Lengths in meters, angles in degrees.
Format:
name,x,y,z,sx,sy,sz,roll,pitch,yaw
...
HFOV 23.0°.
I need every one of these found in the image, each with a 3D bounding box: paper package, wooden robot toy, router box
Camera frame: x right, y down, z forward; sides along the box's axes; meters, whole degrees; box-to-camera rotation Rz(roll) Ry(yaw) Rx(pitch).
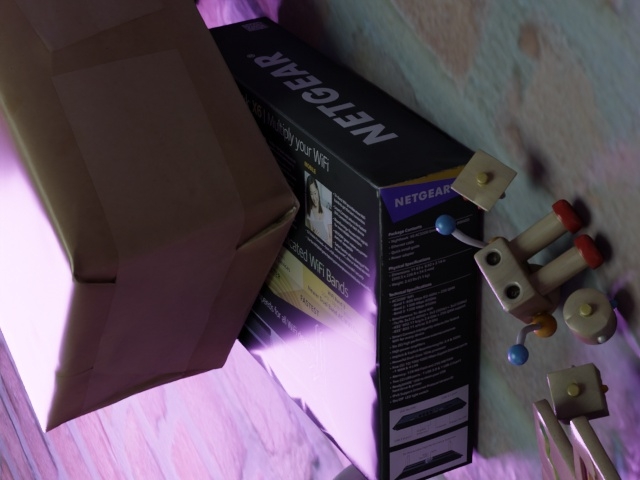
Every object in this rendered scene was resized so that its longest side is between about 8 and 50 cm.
name,x,y,z,sx,sy,sz,roll,pitch,yaw
paper package,-0.181,-0.069,1.191,0.325,0.168,0.309,62,156,19
wooden robot toy,0.135,0.029,0.935,0.173,0.076,0.079,63,-171,23
router box,0.000,0.000,1.157,0.309,0.081,0.243,42,141,50

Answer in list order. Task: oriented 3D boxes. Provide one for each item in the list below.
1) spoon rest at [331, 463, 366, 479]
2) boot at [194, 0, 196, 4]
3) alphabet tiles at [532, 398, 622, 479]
name,x,y,z,sx,sy,sz,roll,pitch,yaw
spoon rest,0.058,0.308,1.220,0.276,0.084,0.137,63,154,24
boot,-0.169,-0.314,1.311,0.207,0.094,0.246,60,159,21
alphabet tiles,0.185,0.257,0.853,0.342,0.011,0.285,75,172,-46
